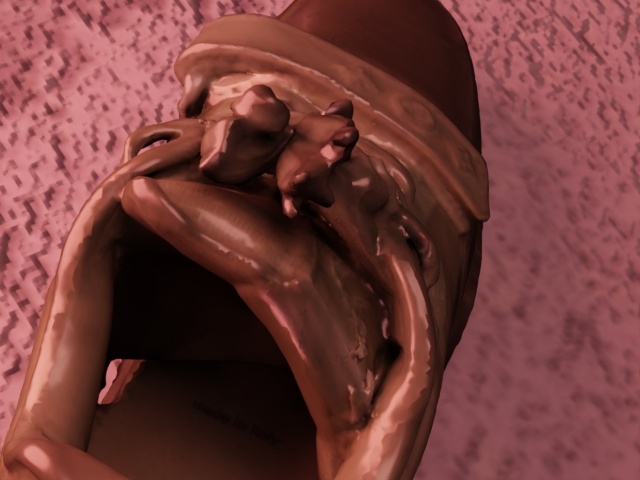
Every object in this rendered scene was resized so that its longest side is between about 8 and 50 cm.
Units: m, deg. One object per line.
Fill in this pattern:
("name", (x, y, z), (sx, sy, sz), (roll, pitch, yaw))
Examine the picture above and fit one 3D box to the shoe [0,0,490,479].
("shoe", (-0.002, -0.001, 0.428), (0.109, 0.149, 0.293), (21, 52, 0))
